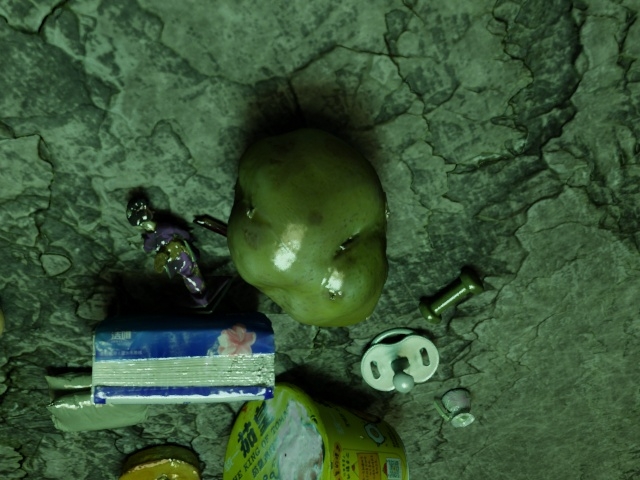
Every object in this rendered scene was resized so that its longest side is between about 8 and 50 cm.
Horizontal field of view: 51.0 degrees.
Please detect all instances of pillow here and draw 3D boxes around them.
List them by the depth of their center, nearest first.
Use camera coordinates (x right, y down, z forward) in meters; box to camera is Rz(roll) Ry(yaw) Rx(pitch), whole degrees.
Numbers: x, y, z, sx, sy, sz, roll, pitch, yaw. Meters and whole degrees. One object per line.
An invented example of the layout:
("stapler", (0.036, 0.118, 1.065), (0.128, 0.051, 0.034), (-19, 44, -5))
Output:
("pillow", (-0.400, 0.295, 1.221), (0.181, 0.078, 0.134), (-1, 136, -14))

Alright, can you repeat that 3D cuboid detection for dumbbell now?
("dumbbell", (0.228, 0.099, 1.171), (0.118, 0.046, 0.052), (-40, 133, 25))

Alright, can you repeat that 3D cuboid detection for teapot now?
("teapot", (0.283, 0.355, 1.414), (0.083, 0.064, 0.064), (-1, 133, -9))

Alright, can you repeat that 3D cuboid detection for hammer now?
("hammer", (-0.114, -0.002, 1.031), (0.178, 0.021, 0.065), (27, 123, -28))

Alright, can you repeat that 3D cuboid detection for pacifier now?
("pacifier", (0.149, 0.232, 1.240), (0.150, 0.117, 0.127), (-9, 109, 3))

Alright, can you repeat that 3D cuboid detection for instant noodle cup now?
("instant noodle cup", (-0.001, 0.454, 1.304), (0.254, 0.326, 0.325), (19, 128, -37))

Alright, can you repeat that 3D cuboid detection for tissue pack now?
("tissue pack", (-0.214, 0.178, 1.057), (0.269, 0.209, 0.137), (2, 89, -12))

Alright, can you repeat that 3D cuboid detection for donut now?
("donut", (-0.343, 0.499, 1.438), (0.178, 0.065, 0.162), (-5, 129, -5))

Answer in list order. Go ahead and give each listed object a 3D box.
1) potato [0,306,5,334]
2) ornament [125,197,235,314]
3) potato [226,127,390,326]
("potato", (-0.558, 0.129, 1.016), (0.146, 0.112, 0.112), (-6, 135, -14))
("ornament", (-0.227, 0.016, 0.997), (0.081, 0.088, 0.203), (-12, 126, 35))
("potato", (-0.004, 0.001, 0.931), (0.202, 0.218, 0.351), (11, 152, 36))
